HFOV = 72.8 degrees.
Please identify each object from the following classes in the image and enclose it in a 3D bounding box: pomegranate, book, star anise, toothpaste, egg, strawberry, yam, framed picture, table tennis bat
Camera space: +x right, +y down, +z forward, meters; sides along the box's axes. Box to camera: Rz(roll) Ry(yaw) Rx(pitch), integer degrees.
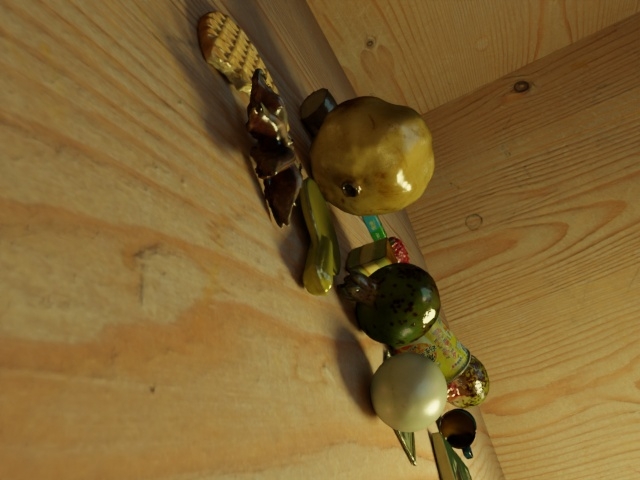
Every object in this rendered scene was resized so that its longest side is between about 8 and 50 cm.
[{"bbox_3d":[0.133,-0.212,1.152,0.332,0.333,0.332,57,19,-32],"label":"pomegranate"},{"bbox_3d":[0.422,0.750,1.276,0.370,0.043,0.260,54,18,-41],"label":"book"},{"bbox_3d":[-0.084,-0.163,0.799,0.288,0.088,0.287,-15,90,-85],"label":"star anise"},{"bbox_3d":[0.175,-0.112,1.617,0.266,0.050,0.065,62,14,-21],"label":"toothpaste"},{"bbox_3d":[0.177,0.308,0.885,0.209,0.151,0.151,13,55,-64],"label":"egg"},{"bbox_3d":[0.312,0.063,1.766,0.140,0.085,0.192,29,42,-68],"label":"strawberry"},{"bbox_3d":[0.498,0.526,1.604,0.248,0.214,0.214,-18,84,-37],"label":"pomegranate"},{"bbox_3d":[0.037,-0.343,1.356,0.238,0.128,0.129,49,58,-35],"label":"yam"},{"bbox_3d":[0.194,0.399,1.064,0.172,0.010,0.231,63,17,-15],"label":"framed picture"},{"bbox_3d":[0.000,0.000,0.919,0.368,0.054,0.224,-87,157,-62],"label":"table tennis bat"},{"bbox_3d":[0.156,0.136,1.001,0.248,0.202,0.202,27,35,-25],"label":"pomegranate"}]

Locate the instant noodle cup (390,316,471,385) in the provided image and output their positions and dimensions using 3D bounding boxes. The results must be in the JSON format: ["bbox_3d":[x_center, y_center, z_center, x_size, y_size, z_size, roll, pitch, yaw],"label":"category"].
[{"bbox_3d":[0.290,0.302,1.213,0.152,0.205,0.205,56,17,-2],"label":"instant noodle cup"}]

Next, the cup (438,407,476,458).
[{"bbox_3d":[0.452,0.630,1.427,0.138,0.114,0.149,37,63,-63],"label":"cup"}]

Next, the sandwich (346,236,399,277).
[{"bbox_3d":[0.158,0.101,1.165,0.187,0.117,0.144,63,19,-20],"label":"sandwich"}]

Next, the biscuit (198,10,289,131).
[{"bbox_3d":[-0.157,-0.373,0.928,0.309,0.040,0.204,32,38,-64],"label":"biscuit"}]
